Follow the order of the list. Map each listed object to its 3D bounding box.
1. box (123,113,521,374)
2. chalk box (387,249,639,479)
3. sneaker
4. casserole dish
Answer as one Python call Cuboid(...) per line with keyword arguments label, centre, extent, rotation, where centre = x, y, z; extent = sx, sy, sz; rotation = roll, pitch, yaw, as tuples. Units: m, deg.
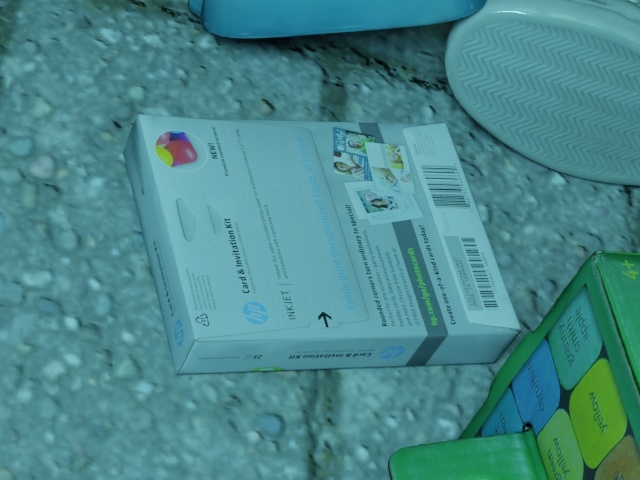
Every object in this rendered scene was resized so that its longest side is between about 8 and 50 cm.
Cuboid(label="box", centre=(0.000, 0.000, 0.905), extent=(0.186, 0.038, 0.145), rotation=(0, 54, -26))
Cuboid(label="chalk box", centre=(0.179, 0.127, 0.787), extent=(0.289, 0.179, 0.180), rotation=(4, 50, -22))
Cuboid(label="sneaker", centre=(0.204, -0.122, 1.061), extent=(0.293, 0.108, 0.169), rotation=(16, 43, -19))
Cuboid(label="casserole dish", centre=(0.013, -0.162, 0.982), extent=(0.188, 0.037, 0.114), rotation=(-3, 36, 7))
